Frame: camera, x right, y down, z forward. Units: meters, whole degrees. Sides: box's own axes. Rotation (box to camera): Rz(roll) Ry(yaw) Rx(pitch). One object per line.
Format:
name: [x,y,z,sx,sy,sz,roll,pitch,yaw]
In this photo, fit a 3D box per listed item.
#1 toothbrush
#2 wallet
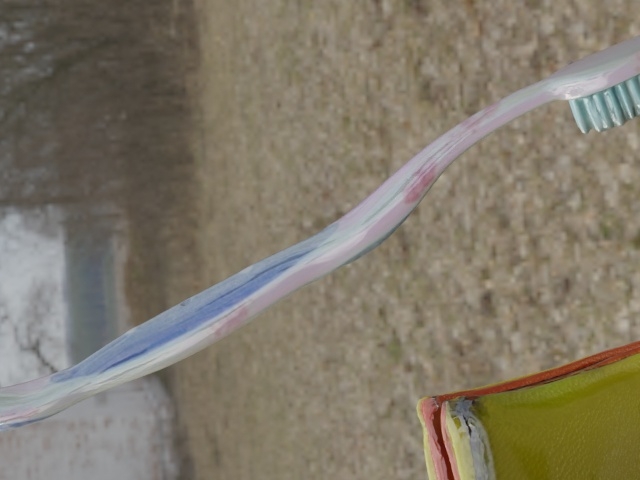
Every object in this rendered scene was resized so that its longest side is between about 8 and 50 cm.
toothbrush: [0.000,0.000,0.422,0.027,0.269,0.021,61,-173,-11]
wallet: [0.127,0.170,0.571,0.067,0.141,0.241,2,102,63]
